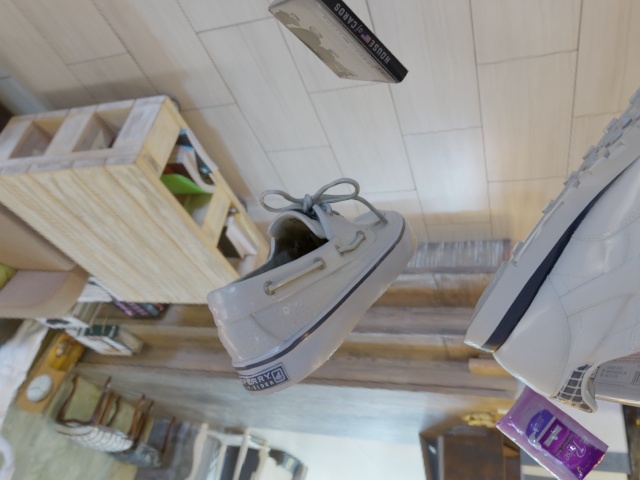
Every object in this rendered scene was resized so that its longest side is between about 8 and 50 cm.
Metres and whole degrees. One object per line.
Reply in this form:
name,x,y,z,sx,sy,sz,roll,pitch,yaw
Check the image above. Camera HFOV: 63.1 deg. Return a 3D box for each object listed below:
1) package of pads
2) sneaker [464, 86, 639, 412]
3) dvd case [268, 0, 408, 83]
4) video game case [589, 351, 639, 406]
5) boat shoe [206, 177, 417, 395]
package of pads,0.207,0.177,0.471,0.083,0.050,0.032,39,172,27
sneaker,0.180,-0.008,0.293,0.094,0.090,0.235,36,118,15
dvd case,0.019,-0.317,0.816,0.179,0.030,0.238,37,-178,-27
video game case,0.324,0.080,0.517,0.022,0.173,0.190,28,168,1
boat shoe,-0.007,0.003,0.591,0.135,0.367,0.156,-22,100,36
